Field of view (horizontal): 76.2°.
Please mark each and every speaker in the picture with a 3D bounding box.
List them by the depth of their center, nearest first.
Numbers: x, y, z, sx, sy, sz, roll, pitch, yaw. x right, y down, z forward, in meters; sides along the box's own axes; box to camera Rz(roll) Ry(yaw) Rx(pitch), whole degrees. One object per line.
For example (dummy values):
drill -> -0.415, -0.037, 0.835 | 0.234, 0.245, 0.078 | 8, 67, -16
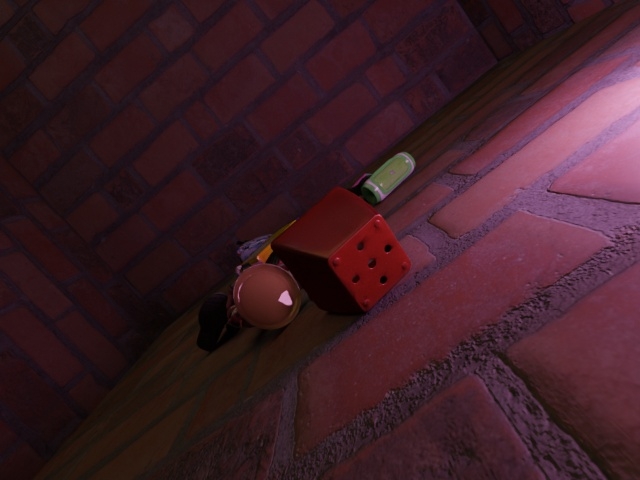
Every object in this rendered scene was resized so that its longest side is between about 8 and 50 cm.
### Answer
speaker -> 0.341, -0.316, 2.044 | 0.296, 0.131, 0.131 | -43, 10, -17

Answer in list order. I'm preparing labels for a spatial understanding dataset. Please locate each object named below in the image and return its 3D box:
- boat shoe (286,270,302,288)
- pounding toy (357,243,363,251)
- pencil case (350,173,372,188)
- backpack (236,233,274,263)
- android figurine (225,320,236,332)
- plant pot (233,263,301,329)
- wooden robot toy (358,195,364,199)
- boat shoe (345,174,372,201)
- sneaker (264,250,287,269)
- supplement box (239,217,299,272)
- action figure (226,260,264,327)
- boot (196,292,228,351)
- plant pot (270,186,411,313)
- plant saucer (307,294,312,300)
boat shoe -> -0.137, 0.177, 1.741 | 0.258, 0.095, 0.084 | -15, 20, 44
pounding toy -> 0.096, -0.006, 1.453 | 0.155, 0.154, 0.269 | -36, 10, 21
pencil case -> 0.248, -0.328, 2.550 | 0.236, 0.104, 0.104 | -44, 10, -31
backpack -> -0.310, 0.092, 2.285 | 0.264, 0.276, 0.213 | -26, 16, -1
android figurine -> -0.345, 0.313, 1.888 | 0.248, 0.056, 0.273 | -44, 9, 20
plant pot -> -0.182, 0.192, 1.392 | 0.236, 0.236, 0.032 | -46, -3, -35
wooden robot toy -> 0.205, -0.198, 2.211 | 0.173, 0.076, 0.079 | -37, -1, 13
boat shoe -> 0.232, -0.257, 2.295 | 0.120, 0.122, 0.324 | -6, -16, -41
sneaker -> -0.107, 0.095, 1.752 | 0.314, 0.136, 0.116 | -16, 36, 35
supplement box -> -0.204, 0.080, 2.082 | 0.194, 0.195, 0.356 | -27, 15, 48
action figure -> -0.284, 0.229, 1.541 | 0.276, 0.248, 0.370 | -37, 7, 21
boot -> -0.460, 0.311, 1.830 | 0.222, 0.118, 0.338 | -74, 9, -59
plant pot -> 0.076, 0.042, 1.083 | 0.267, 0.267, 0.236 | -42, 23, -14
plant saucer -> 0.000, 0.115, 1.420 | 0.198, 0.036, 0.198 | -58, 9, 15
